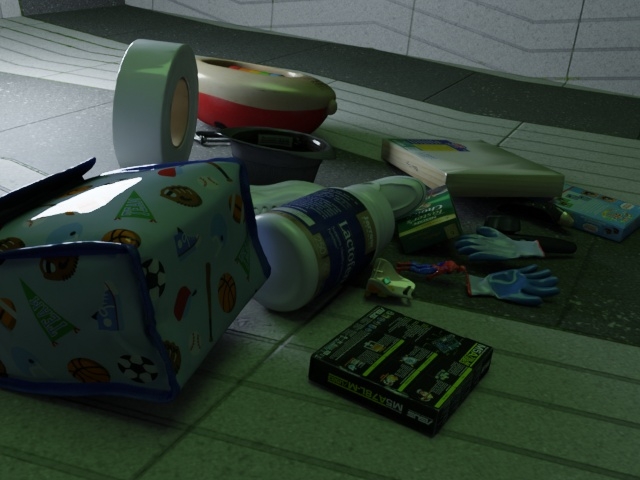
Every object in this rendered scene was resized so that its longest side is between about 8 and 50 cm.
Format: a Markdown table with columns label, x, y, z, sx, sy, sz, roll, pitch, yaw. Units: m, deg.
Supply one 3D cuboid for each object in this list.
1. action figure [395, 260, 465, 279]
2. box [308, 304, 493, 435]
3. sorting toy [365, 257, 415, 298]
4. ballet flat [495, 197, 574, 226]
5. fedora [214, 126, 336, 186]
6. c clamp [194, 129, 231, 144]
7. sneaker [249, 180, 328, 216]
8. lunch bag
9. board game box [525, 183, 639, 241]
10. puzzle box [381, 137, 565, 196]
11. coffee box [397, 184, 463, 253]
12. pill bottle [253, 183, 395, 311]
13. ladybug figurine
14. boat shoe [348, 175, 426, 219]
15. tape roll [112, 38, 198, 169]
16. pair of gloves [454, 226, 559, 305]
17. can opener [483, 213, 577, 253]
| label | x | y | z | sx | sy | sz | roll | pitch | yaw |
| --- | --- | --- | --- | --- | --- | --- | --- | --- | --- |
| action figure | 0.186 | 0.050 | 1.287 | 0.115 | 0.030 | 0.038 | -4 | 17 | 14 |
| box | 0.110 | 0.163 | 1.014 | 0.184 | 0.045 | 0.191 | 21 | 27 | 25 |
| sorting toy | 0.114 | 0.072 | 1.224 | 0.075 | 0.044 | 0.083 | 17 | 25 | 7 |
| ballet flat | 0.445 | -0.056 | 1.585 | 0.173 | 0.057 | 0.049 | 22 | 62 | 42 |
| fedora | -0.096 | -0.152 | 1.568 | 0.244 | 0.124 | 0.275 | 14 | 17 | 13 |
| c clamp | -0.245 | -0.254 | 1.888 | 0.161 | 0.022 | 0.137 | 0 | 25 | -14 |
| sneaker | -0.101 | -0.038 | 1.369 | 0.290 | 0.105 | 0.123 | 3 | 37 | 7 |
| lunch bag | -0.310 | 0.031 | 1.000 | 0.386 | 0.238 | 0.328 | -3 | 21 | 21 |
| board game box | 0.567 | -0.066 | 1.633 | 0.212 | 0.039 | 0.160 | 22 | 29 | 33 |
| puzzle box | 0.329 | -0.171 | 1.740 | 0.272 | 0.052 | 0.409 | -1 | 18 | -14 |
| coffee box | 0.202 | -0.044 | 1.446 | 0.113 | 0.040 | 0.184 | -19 | 21 | 12 |
| pill bottle | 0.000 | 0.000 | 1.216 | 0.153 | 0.153 | 0.265 | 21 | 29 | 30 |
| ladybug figurine | -0.170 | -0.359 | 1.951 | 0.450 | 0.161 | 0.305 | 16 | 19 | 23 |
| boat shoe | 0.084 | -0.065 | 1.421 | 0.226 | 0.083 | 0.076 | -14 | 1 | 16 |
| tape roll | -0.335 | -0.270 | 1.585 | 0.100 | 0.286 | 0.286 | 7 | 24 | 4 |
| pair of gloves | 0.317 | 0.039 | 1.312 | 0.160 | 0.023 | 0.198 | 2 | 39 | -2 |
| can opener | 0.392 | 0.001 | 1.424 | 0.186 | 0.073 | 0.059 | 11 | 15 | -10 |
